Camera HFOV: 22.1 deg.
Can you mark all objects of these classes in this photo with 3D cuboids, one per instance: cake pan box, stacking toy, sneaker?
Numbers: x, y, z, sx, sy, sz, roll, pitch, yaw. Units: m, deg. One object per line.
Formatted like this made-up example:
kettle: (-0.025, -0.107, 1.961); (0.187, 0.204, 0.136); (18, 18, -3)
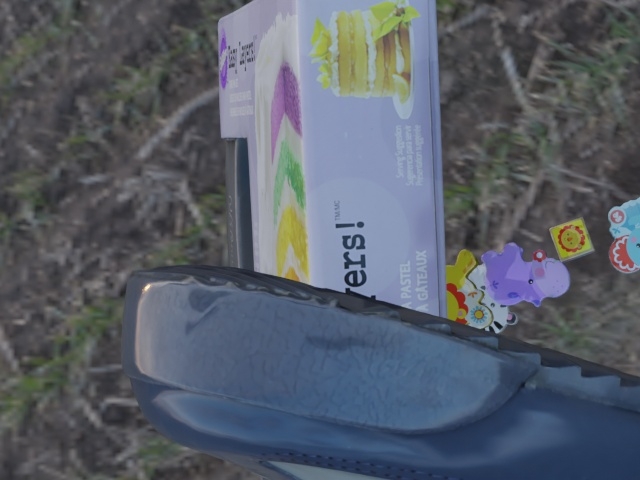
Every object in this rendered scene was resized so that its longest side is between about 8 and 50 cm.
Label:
cake pan box: (0.000, 0.000, 0.811); (0.267, 0.070, 0.245); (-156, 65, -78)
stacking toy: (0.166, 0.011, 1.012); (0.221, 0.167, 0.052); (-21, 83, 11)
sneaker: (0.072, 0.104, 0.446); (0.112, 0.319, 0.131); (10, 78, 58)
